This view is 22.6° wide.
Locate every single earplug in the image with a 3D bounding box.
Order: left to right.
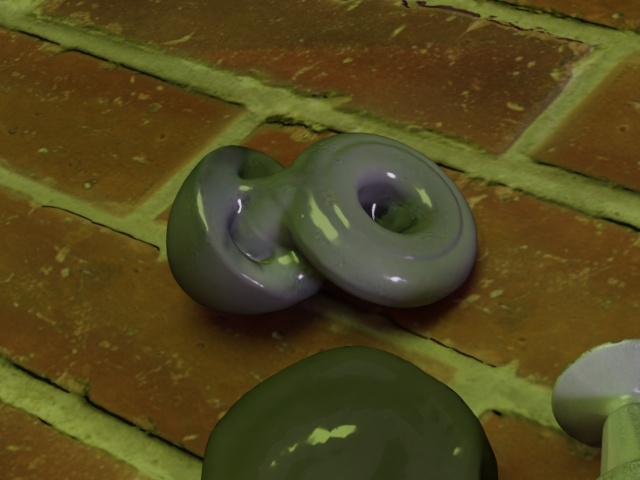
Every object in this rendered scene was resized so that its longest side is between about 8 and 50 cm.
[{"bbox_3d":[-0.001,-0.009,1.662,0.325,0.175,0.214,-1,46,7],"label":"earplug"}]

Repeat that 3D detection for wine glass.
[{"bbox_3d":[0.270,0.192,1.333,0.165,0.165,0.196,-14,33,7],"label":"wine glass"}]

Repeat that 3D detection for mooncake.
[{"bbox_3d":[0.026,0.227,1.399,0.275,0.135,0.275,-10,44,10],"label":"mooncake"}]
